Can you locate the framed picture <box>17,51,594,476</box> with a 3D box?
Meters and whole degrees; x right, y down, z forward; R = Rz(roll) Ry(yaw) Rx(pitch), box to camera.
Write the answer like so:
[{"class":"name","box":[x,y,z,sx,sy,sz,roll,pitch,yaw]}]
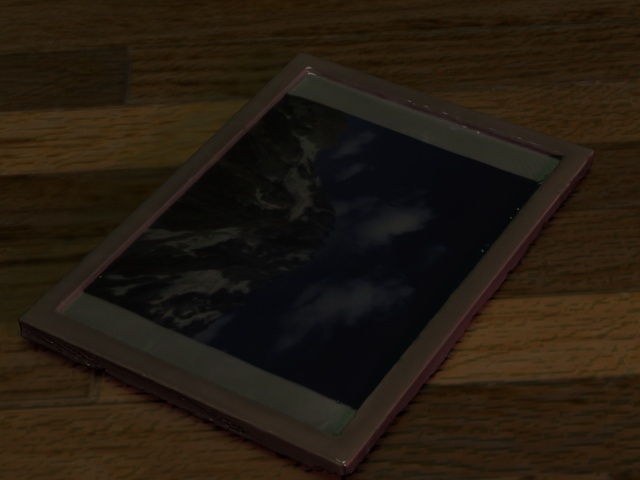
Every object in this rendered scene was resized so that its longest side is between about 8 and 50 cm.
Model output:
[{"class":"framed picture","box":[0.000,0.000,0.907,0.209,0.019,0.281,20,46,24]}]
